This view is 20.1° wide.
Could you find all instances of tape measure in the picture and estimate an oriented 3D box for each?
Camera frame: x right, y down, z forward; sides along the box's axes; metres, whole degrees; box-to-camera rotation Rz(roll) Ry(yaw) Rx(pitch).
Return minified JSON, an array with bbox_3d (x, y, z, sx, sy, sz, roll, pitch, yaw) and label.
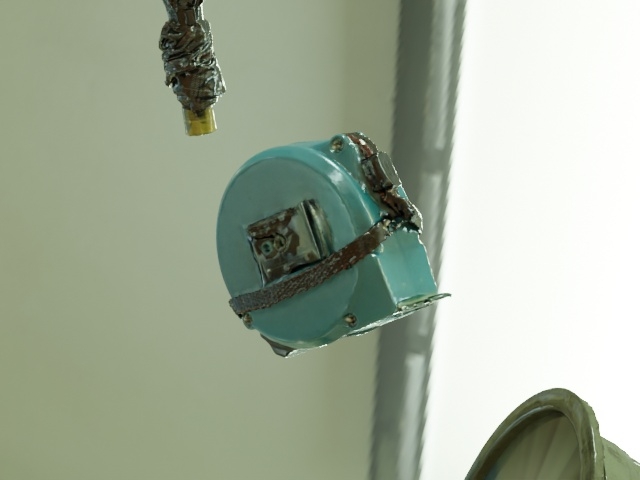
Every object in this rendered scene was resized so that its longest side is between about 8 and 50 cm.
[{"bbox_3d":[0.000,0.000,1.108,0.146,0.081,0.125,-24,-96,37],"label":"tape measure"}]

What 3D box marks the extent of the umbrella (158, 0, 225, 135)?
[{"bbox_3d":[-0.085,-0.135,1.130,0.037,0.040,0.144,2,-68,23],"label":"umbrella"}]

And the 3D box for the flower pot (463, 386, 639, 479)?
[{"bbox_3d":[0.185,0.224,1.060,0.203,0.212,0.212,26,-45,-11],"label":"flower pot"}]
